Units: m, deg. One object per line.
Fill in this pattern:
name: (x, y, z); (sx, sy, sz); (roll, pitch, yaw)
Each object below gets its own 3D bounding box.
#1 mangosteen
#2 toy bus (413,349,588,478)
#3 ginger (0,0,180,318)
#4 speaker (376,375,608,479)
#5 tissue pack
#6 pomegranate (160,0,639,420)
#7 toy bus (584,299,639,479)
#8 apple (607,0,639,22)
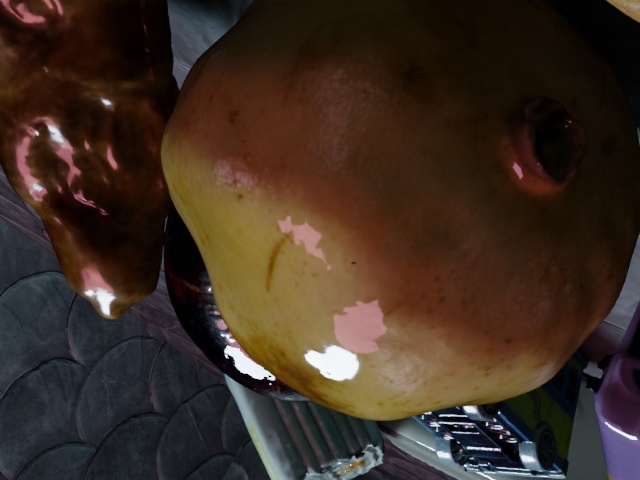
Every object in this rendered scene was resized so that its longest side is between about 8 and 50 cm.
mangosteen: (-0.007, 0.001, 0.956); (0.300, 0.300, 0.300); (28, 164, 9)
toy bus: (0.185, 0.151, 1.150); (0.152, 0.190, 0.312); (-6, 143, 40)
ginger: (-0.207, -0.164, 0.816); (0.254, 0.176, 0.418); (-111, 12, -61)
speaker: (0.284, 0.274, 1.365); (0.406, 0.184, 0.183); (22, 161, 30)
tissue pack: (-0.056, 0.153, 1.335); (0.388, 0.162, 0.287); (64, 178, 18)
pomegranate: (0.060, -0.044, 0.655); (0.332, 0.332, 0.332); (28, 164, 9)
toy bus: (0.347, 0.145, 0.745); (0.209, 0.249, 0.440); (22, 162, 27)
apple: (0.164, -0.160, 0.349); (0.182, 0.155, 0.182); (16, 153, 9)
